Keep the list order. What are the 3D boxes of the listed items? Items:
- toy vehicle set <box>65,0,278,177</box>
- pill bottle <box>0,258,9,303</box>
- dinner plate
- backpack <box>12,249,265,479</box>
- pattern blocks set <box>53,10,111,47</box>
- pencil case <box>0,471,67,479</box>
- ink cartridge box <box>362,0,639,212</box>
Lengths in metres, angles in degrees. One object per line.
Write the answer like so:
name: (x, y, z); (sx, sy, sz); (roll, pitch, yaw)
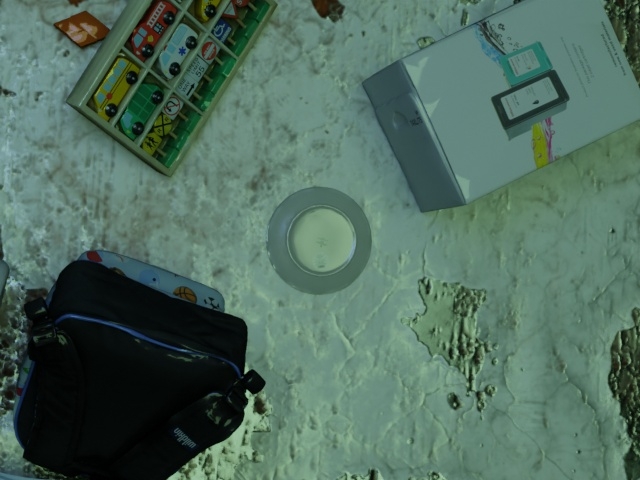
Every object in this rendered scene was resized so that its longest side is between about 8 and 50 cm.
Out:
toy vehicle set: (-0.180, -0.234, 1.659); (0.166, 0.035, 0.267); (38, 79, -41)
pill bottle: (-0.554, 0.070, 1.518); (0.361, 0.204, 0.204); (17, 84, -11)
dinner plate: (0.000, 0.000, 1.740); (0.141, 0.017, 0.141); (0, 89, -12)
backpack: (-0.235, 0.158, 1.567); (0.276, 0.213, 0.263); (24, 121, -13)
pattern blocks set: (-0.289, -0.386, 1.686); (0.324, 0.026, 0.286); (16, 84, -11)
pencil case: (-0.344, 0.324, 1.557); (0.273, 0.113, 0.124); (8, 87, 10)
ink cartridge box: (0.228, -0.181, 1.705); (0.270, 0.198, 0.197); (-26, 94, -11)
